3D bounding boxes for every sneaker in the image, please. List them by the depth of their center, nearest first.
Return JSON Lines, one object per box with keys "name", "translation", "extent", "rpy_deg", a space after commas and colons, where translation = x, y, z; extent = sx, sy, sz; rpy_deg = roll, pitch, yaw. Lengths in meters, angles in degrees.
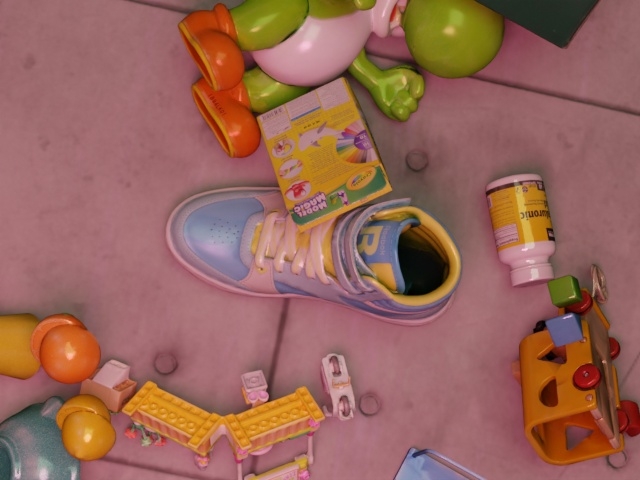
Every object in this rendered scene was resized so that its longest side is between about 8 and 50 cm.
{"name": "sneaker", "translation": [0.000, 0.000, 1.592], "extent": [0.319, 0.208, 0.127], "rpy_deg": [10, 80, -4]}

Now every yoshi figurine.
{"name": "yoshi figurine", "translation": [0.047, -0.214, 1.663], "extent": [0.362, 0.203, 0.203], "rpy_deg": [-26, 98, -14]}

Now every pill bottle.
{"name": "pill bottle", "translation": [0.220, -0.010, 1.694], "extent": [0.065, 0.065, 0.116], "rpy_deg": [-8, 80, -8]}

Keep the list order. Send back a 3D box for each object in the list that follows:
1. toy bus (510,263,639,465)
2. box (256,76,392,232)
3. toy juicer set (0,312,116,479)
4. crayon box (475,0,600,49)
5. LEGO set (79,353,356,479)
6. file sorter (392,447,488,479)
{"name": "toy bus", "translation": [0.257, 0.136, 1.645], "extent": [0.104, 0.202, 0.191], "rpy_deg": [-18, 88, 21]}
{"name": "box", "translation": [0.005, -0.081, 1.562], "extent": [0.105, 0.043, 0.179], "rpy_deg": [-24, 40, 5]}
{"name": "toy juicer set", "translation": [-0.262, 0.226, 1.531], "extent": [0.089, 0.209, 0.329], "rpy_deg": [9, 75, -45]}
{"name": "crayon box", "translation": [0.197, -0.414, 1.679], "extent": [0.313, 0.106, 0.363], "rpy_deg": [30, 49, -1]}
{"name": "LEGO set", "translation": [-0.104, 0.198, 1.615], "extent": [0.287, 0.107, 0.132], "rpy_deg": [-3, 44, -3]}
{"name": "file sorter", "translation": [0.111, 0.312, 1.595], "extent": [0.118, 0.104, 0.170], "rpy_deg": [29, 77, 1]}
